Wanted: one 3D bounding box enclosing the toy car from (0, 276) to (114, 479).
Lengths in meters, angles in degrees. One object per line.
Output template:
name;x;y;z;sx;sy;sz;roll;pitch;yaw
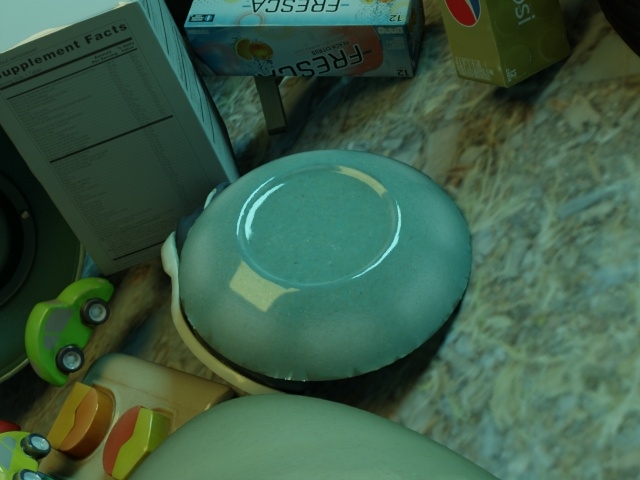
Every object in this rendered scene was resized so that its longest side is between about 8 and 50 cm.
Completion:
toy car;-0.240;0.123;0.962;0.225;0.053;0.239;-64;20;-12

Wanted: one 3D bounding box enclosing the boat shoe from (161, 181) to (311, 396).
boat shoe;-0.050;0.031;0.847;0.079;0.095;0.254;-57;22;11

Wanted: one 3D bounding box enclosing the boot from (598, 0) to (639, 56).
boot;0.240;-0.158;0.718;0.106;0.082;0.219;-25;31;0

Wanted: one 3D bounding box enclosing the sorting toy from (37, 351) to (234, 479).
sorting toy;-0.171;0.180;0.891;0.193;0.038;0.208;7;63;53

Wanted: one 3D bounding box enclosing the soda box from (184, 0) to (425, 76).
soda box;-0.011;-0.172;0.955;0.183;0.058;0.063;2;54;16

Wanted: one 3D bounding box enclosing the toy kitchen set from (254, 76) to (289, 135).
toy kitchen set;-0.013;-0.135;1.030;0.083;0.075;0.068;-14;-5;-1

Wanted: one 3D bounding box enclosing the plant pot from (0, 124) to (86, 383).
plant pot;-0.364;-0.001;1.123;0.293;0.293;0.196;-54;6;-5

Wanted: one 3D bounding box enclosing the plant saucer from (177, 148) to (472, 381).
plant saucer;0.000;0.000;0.769;0.195;0.037;0.195;-4;50;5

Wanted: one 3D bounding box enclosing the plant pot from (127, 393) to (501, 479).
plant pot;-0.011;0.174;0.542;0.256;0.256;0.274;-49;17;3

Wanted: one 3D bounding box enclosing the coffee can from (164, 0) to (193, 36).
coffee can;-0.129;-0.384;1.252;0.202;0.201;0.275;-17;45;42

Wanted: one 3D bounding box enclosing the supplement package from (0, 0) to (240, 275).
supplement package;-0.166;-0.113;0.943;0.139;0.244;0.134;-20;47;2

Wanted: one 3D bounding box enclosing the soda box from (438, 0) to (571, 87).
soda box;0.109;-0.197;0.791;0.061;0.181;0.058;-28;27;-21
